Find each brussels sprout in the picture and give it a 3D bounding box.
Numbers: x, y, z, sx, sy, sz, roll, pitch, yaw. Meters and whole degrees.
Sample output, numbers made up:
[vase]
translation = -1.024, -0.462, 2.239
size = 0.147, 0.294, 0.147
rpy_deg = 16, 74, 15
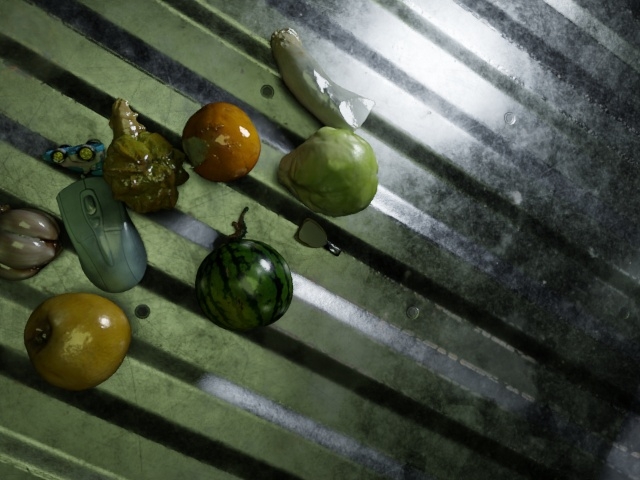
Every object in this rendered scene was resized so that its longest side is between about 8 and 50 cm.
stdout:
[brussels sprout]
translation = 0.036, -0.218, 1.675
size = 0.317, 0.273, 0.242
rpy_deg = 25, 45, -4

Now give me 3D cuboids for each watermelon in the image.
[watermelon]
translation = -0.223, 0.133, 1.588
size = 0.286, 0.285, 0.284
rpy_deg = 0, 90, -15

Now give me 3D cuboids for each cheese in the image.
[cheese]
translation = 0.000, 0.000, 1.772
size = 0.163, 0.036, 0.086
rpy_deg = 33, 79, -13

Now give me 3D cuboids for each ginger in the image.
[ginger]
translation = -0.573, -0.319, 1.600
size = 0.115, 0.081, 0.205
rpy_deg = 7, 97, 15

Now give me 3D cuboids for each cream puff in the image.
[cream puff]
translation = -0.494, -0.197, 1.544
size = 0.196, 0.244, 0.244
rpy_deg = 25, 83, 13

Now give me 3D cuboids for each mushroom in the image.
[mushroom]
translation = -0.018, -0.507, 1.724
size = 0.397, 0.126, 0.177
rpy_deg = 40, 60, -12

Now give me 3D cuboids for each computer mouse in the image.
[computer mouse]
translation = -0.636, -0.024, 1.569
size = 0.189, 0.122, 0.370
rpy_deg = -20, 92, -14

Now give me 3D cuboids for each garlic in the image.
[garlic]
translation = -0.832, 0.012, 1.493
size = 0.191, 0.160, 0.213
rpy_deg = 21, 82, -9

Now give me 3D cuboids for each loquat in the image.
[loquat]
translation = -0.657, 0.272, 1.487
size = 0.275, 0.275, 0.274
rpy_deg = 0, 90, -15

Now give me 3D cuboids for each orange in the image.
[orange]
translation = -0.293, -0.288, 1.592
size = 0.240, 0.240, 0.239
rpy_deg = 0, 90, -15

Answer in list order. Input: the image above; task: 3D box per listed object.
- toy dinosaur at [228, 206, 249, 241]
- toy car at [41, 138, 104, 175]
[toy dinosaur]
translation = -0.256, -0.035, 1.698
size = 0.055, 0.049, 0.154
rpy_deg = 17, 91, -12
[toy car]
translation = -0.702, -0.230, 1.552
size = 0.162, 0.126, 0.098
rpy_deg = -13, 111, -9
